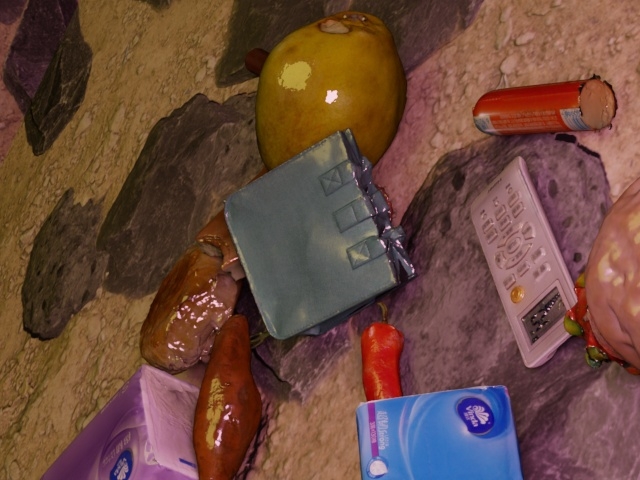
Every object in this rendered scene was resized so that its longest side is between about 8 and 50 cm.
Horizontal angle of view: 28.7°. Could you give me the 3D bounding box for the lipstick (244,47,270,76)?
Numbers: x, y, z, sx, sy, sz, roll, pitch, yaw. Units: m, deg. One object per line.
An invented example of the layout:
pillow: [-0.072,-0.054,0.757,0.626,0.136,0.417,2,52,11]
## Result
lipstick: [-0.062,-0.316,2.437,0.057,0.057,0.356,-58,32,4]

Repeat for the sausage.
sausage: [0.303,-0.189,1.795,0.264,0.083,0.083,4,68,57]

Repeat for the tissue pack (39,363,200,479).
tissue pack: [-0.340,0.415,2.140,0.338,0.160,0.242,-47,34,20]

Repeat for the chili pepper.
chili pepper: [0.093,0.195,1.802,0.071,0.063,0.272,-49,34,41]

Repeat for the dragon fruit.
dragon fruit: [0.355,0.085,1.479,0.142,0.138,0.175,-17,4,0]

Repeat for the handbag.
handbag: [0.001,0.001,1.970,0.274,0.100,0.269,-33,72,30]

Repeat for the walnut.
walnut: [0.418,0.037,1.304,0.273,0.227,0.273,-33,44,39]

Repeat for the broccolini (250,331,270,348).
broccolini: [-0.096,0.162,2.135,0.140,0.030,0.035,-26,9,36]

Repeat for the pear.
pear: [0.012,-0.229,2.085,0.321,0.269,0.269,-67,29,18]

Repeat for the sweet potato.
sweet potato: [-0.149,0.273,2.031,0.112,0.112,0.359,-20,55,46]

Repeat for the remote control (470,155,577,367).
remote control: [0.282,0.025,1.681,0.109,0.055,0.313,-47,38,31]

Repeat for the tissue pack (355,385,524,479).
tissue pack: [0.148,0.321,1.474,0.198,0.146,0.263,-9,47,6]

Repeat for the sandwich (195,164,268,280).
sandwich: [-0.119,-0.040,2.184,0.212,0.063,0.245,-22,35,-6]

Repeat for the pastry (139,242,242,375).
pastry: [-0.227,0.125,2.238,0.257,0.120,0.236,-60,17,-2]
